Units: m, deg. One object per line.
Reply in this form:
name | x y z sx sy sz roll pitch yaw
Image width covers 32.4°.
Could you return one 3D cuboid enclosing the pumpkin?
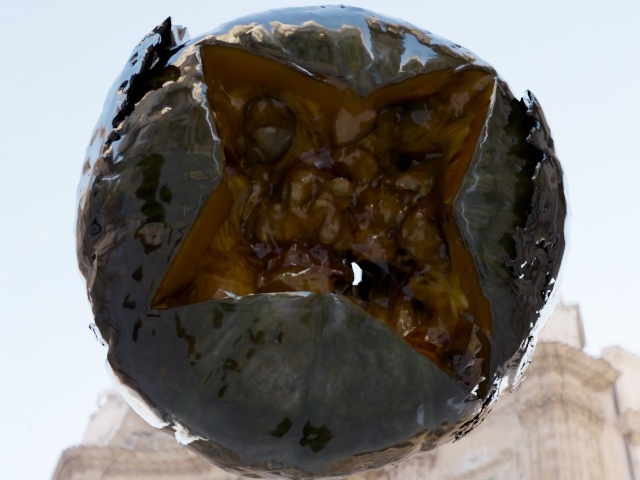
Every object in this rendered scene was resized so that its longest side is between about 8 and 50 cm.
pumpkin | 0.000 0.000 0.699 0.320 0.320 0.192 16 -22 -4
